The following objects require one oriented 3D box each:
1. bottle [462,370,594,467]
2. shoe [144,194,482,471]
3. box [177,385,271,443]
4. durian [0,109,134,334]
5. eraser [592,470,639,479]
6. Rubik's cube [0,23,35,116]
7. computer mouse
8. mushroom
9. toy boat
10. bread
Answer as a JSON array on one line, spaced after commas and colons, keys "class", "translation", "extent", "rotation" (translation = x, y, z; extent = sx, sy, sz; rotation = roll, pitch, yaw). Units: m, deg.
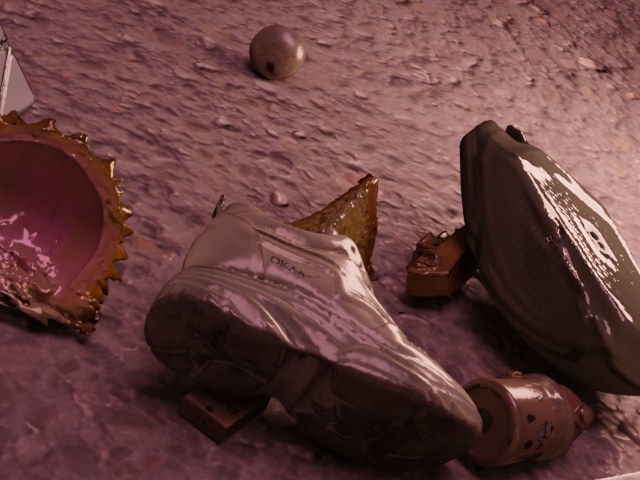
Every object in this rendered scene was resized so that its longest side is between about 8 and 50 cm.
[{"class": "bottle", "translation": [0.212, 0.184, 1.329], "extent": [0.152, 0.099, 0.099], "rotation": [1, 36, -45]}, {"class": "shoe", "translation": [0.014, 0.077, 1.245], "extent": [0.342, 0.132, 0.210], "rotation": [27, 44, -11]}, {"class": "box", "translation": [-0.090, 0.155, 1.224], "extent": [0.053, 0.024, 0.083], "rotation": [35, 33, 18]}, {"class": "durian", "translation": [-0.323, -0.056, 1.288], "extent": [0.305, 0.185, 0.195], "rotation": [28, 5, -9]}, {"class": "eraser", "translation": [0.262, 0.285, 1.189], "extent": [0.404, 0.098, 0.096], "rotation": [-1, 39, -35]}, {"class": "Rubik's cube", "translation": [-0.458, -0.200, 1.415], "extent": [0.228, 0.233, 0.229], "rotation": [-36, 13, -16]}, {"class": "computer mouse", "translation": [0.278, 0.034, 1.535], "extent": [0.228, 0.145, 0.429], "rotation": [22, 34, -40]}, {"class": "mushroom", "translation": [-0.062, -0.273, 1.895], "extent": [0.085, 0.085, 0.079], "rotation": [33, -11, 17]}, {"class": "toy boat", "translation": [0.154, 0.020, 1.578], "extent": [0.072, 0.064, 0.206], "rotation": [13, 22, 21]}, {"class": "bread", "translation": [0.000, 0.000, 1.420], "extent": [0.127, 0.152, 0.147], "rotation": [30, 39, 13]}]
